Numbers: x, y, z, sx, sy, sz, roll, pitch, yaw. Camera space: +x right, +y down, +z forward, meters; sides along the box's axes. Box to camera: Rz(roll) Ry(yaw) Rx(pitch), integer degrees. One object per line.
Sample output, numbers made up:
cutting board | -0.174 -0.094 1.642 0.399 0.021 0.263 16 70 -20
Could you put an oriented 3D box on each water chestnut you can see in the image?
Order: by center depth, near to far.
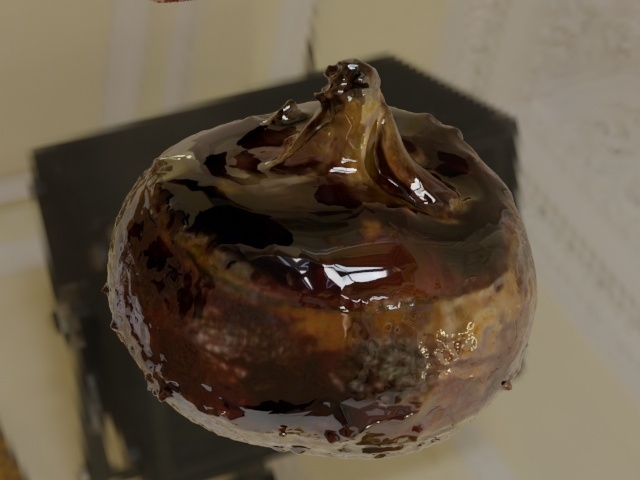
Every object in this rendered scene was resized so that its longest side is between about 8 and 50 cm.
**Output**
water chestnut | 0.000 0.000 1.554 0.350 0.350 0.302 49 -39 43

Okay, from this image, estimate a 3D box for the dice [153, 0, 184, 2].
dice | -0.123 -0.281 1.358 0.174 0.175 0.179 129 -25 -63
